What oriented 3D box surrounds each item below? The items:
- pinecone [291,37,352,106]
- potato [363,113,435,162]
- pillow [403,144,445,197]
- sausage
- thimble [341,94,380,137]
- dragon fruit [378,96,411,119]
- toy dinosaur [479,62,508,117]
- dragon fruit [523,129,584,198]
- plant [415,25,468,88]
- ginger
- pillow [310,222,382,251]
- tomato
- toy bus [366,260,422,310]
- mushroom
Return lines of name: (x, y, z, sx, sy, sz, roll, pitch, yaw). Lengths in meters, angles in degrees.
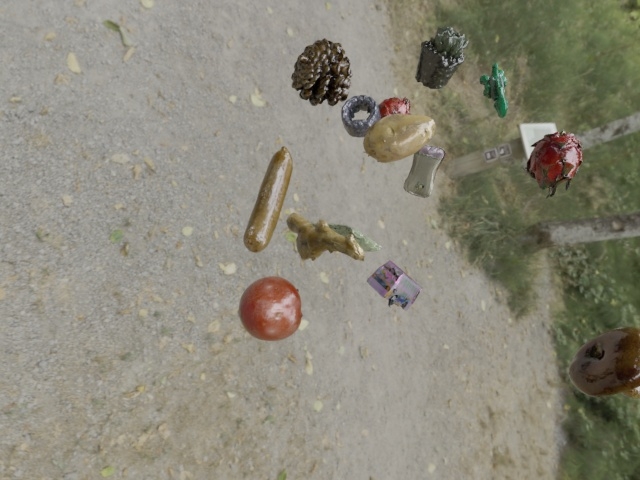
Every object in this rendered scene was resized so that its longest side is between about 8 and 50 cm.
pinecone: (0.012, -0.644, 1.611, 0.257, 0.243, 0.244, -20, 95, -56)
potato: (0.253, -0.337, 1.372, 0.128, 0.234, 0.161, 14, 84, -66)
pillow: (0.445, -0.300, 1.798, 0.038, 0.130, 0.233, -73, 178, -64)
sausage: (-0.223, -0.179, 1.834, 0.136, 0.123, 0.501, 77, 27, -70)
thimble: (0.155, -0.478, 1.608, 0.098, 0.150, 0.150, 46, 39, -73)
dragon fruit: (0.315, -0.542, 1.860, 0.209, 0.172, 0.172, -43, 121, -6)
toy dinosaur: (0.430, -0.369, 1.013, 0.096, 0.059, 0.132, -90, 158, -47)
dragon fruit: (0.918, -0.303, 1.644, 0.193, 0.192, 0.274, -9, 113, -73)
plant: (0.409, -0.622, 1.412, 0.132, 0.194, 0.129, -28, 63, -38)
ginger: (0.000, 0.000, 1.354, 0.081, 0.333, 0.148, 17, 87, -49)
pillow: (0.097, -0.011, 1.890, 0.274, 0.280, 0.076, 29, 74, -52)
tomato: (-0.208, 0.277, 1.689, 0.265, 0.264, 0.265, 22, 62, -48)
toy bus: (0.248, 0.154, 1.353, 0.090, 0.112, 0.274, 43, 5, 30)
mushroom: (0.985, 0.412, 1.363, 0.267, 0.254, 0.267, -57, 160, -36)
